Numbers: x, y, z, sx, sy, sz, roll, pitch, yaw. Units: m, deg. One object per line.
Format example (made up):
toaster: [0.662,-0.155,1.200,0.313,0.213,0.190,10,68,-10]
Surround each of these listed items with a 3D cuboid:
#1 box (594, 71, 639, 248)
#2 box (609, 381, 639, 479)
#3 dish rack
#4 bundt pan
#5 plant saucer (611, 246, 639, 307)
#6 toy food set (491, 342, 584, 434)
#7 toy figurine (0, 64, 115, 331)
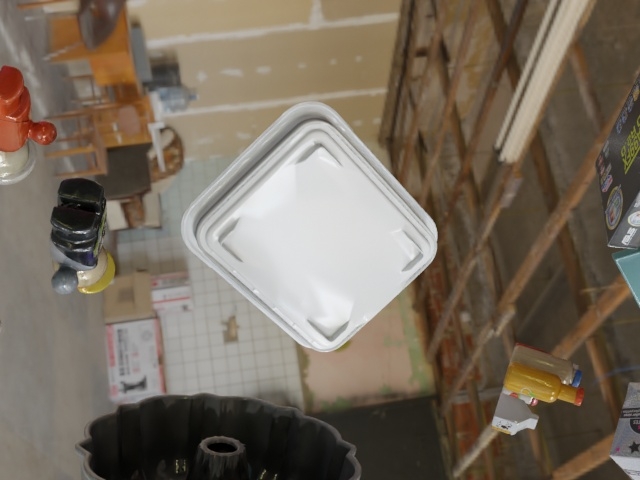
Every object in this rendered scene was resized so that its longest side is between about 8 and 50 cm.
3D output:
box: [0.580,-0.150,1.474,0.270,0.060,0.216,97,1,-53]
box: [0.589,0.309,1.209,0.247,0.163,0.142,-12,-139,49]
dish rack: [0.000,0.000,1.176,0.333,0.285,0.072,44,5,-27]
bundt pan: [-0.121,0.297,0.955,0.331,0.330,0.124,-125,-138,-78]
plant saucer: [0.634,0.099,1.572,0.192,0.067,0.018,59,39,-11]
toy food set: [0.324,0.226,1.207,0.232,0.104,0.111,82,28,-56]
toy figurine: [-0.294,-0.017,0.679,0.209,0.213,0.148,49,-29,11]
